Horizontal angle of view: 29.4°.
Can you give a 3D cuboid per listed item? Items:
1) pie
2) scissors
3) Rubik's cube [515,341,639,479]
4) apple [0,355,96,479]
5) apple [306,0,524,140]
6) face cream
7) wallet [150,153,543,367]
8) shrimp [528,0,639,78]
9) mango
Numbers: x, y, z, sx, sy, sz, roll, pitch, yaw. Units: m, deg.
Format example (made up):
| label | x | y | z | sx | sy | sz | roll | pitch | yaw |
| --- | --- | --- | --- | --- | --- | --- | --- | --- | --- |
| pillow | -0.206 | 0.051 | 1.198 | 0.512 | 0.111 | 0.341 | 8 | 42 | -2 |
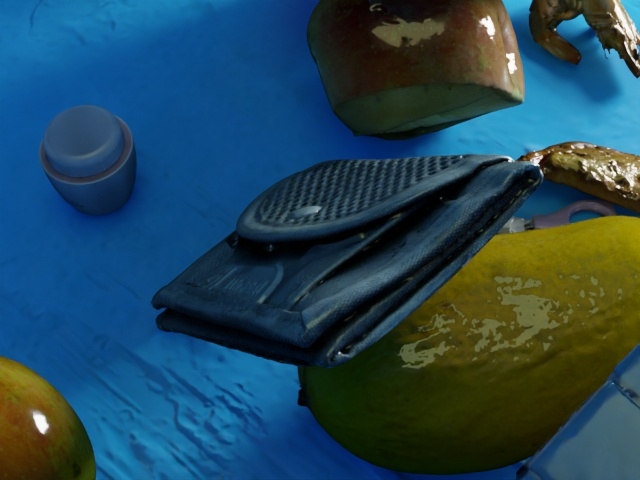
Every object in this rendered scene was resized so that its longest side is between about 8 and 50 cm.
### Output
| label | x | y | z | sx | sy | sz | roll | pitch | yaw |
| --- | --- | --- | --- | --- | --- | --- | --- | --- | --- |
| pie | 0.280 | -0.065 | 1.172 | 0.191 | 0.033 | 0.088 | 20 | 40 | 13 |
| scissors | 0.186 | -0.014 | 1.155 | 0.212 | 0.021 | 0.110 | 15 | 54 | 12 |
| Rubik's cube | 0.306 | 0.183 | 0.857 | 0.231 | 0.221 | 0.224 | -45 | 62 | -2 |
| apple | -0.272 | 0.187 | 0.953 | 0.196 | 0.196 | 0.196 | -2 | 55 | 3 |
| apple | 0.093 | -0.187 | 1.190 | 0.188 | 0.174 | 0.207 | -18 | 9 | 14 |
| face cream | -0.223 | -0.077 | 1.185 | 0.091 | 0.095 | 0.091 | -2 | 56 | 3 |
| wallet | 0.000 | 0.000 | 1.004 | 0.237 | 0.075 | 0.342 | -38 | 17 | -20 |
| shrimp | 0.278 | -0.221 | 1.278 | 0.095 | 0.045 | 0.162 | -21 | 58 | -10 |
| mango | 0.142 | 0.089 | 1.009 | 0.331 | 0.142 | 0.195 | -9 | 76 | 0 |
